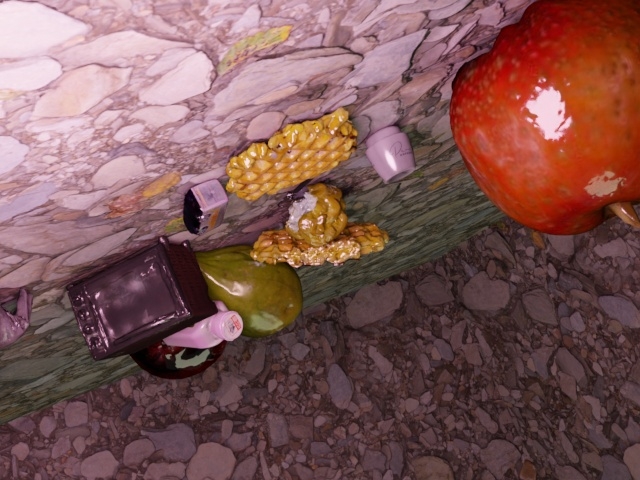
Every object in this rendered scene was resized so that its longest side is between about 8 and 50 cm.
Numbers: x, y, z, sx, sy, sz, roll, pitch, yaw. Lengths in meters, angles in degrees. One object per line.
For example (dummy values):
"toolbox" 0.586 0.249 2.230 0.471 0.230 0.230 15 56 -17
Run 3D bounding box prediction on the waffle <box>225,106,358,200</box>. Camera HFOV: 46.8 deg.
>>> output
"waffle" -0.049 -0.144 1.298 0.254 0.052 0.245 -22 168 -7

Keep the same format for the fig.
"fig" -0.188 0.089 1.799 0.233 0.314 0.233 -27 -156 13

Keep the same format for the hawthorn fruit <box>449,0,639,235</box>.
"hawthorn fruit" 0.419 -0.189 1.199 0.403 0.402 0.403 -23 170 -4

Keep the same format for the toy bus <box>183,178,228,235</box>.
"toy bus" -0.210 -0.058 1.351 0.072 0.057 0.172 -27 172 -18

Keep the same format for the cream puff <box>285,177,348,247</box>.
"cream puff" -0.007 -0.048 1.628 0.121 0.156 0.156 18 148 -26

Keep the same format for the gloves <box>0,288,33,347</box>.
"gloves" -0.615 0.143 1.366 0.142 0.119 0.285 6 176 7

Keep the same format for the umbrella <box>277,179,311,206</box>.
"umbrella" -0.048 -0.110 1.562 0.022 0.022 0.149 14 140 -34

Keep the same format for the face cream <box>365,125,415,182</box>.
"face cream" 0.139 -0.169 1.454 0.091 0.095 0.091 -22 170 -4

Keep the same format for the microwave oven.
"microwave oven" -0.374 0.124 1.554 0.247 0.178 0.188 -26 170 11

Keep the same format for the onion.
"onion" -0.370 0.235 1.874 0.273 0.273 0.285 -24 -169 -1

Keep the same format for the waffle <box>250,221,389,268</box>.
"waffle" 0.000 0.003 1.752 0.312 0.060 0.307 3 -162 29

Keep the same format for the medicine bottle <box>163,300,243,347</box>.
"medicine bottle" -0.269 0.190 1.684 0.219 0.078 0.115 -3 -144 43
